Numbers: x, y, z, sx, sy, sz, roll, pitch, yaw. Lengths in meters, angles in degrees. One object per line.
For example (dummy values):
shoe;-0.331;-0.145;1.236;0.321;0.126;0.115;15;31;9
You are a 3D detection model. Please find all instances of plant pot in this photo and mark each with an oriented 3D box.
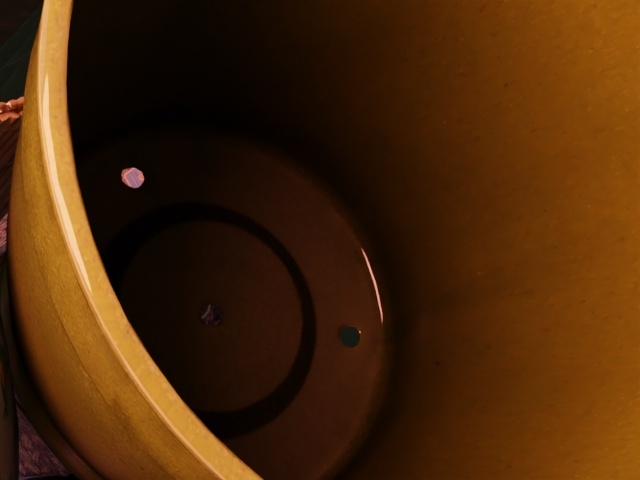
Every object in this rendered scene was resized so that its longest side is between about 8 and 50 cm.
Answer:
plant pot;0.000;0.000;0.842;0.366;0.366;0.353;-53;10;-27

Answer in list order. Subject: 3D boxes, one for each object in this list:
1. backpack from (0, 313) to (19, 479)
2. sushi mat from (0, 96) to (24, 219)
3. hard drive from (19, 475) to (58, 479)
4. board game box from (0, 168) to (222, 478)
backpack;-0.248;0.082;0.810;0.273;0.356;0.290;-20;12;2
sushi mat;-0.241;-0.018;1.050;0.151;0.019;0.316;-13;-12;-29
hard drive;-0.321;0.276;1.220;0.318;0.040;0.210;-35;13;1
board game box;-0.176;0.033;1.315;0.291;0.141;0.232;-43;16;-32
